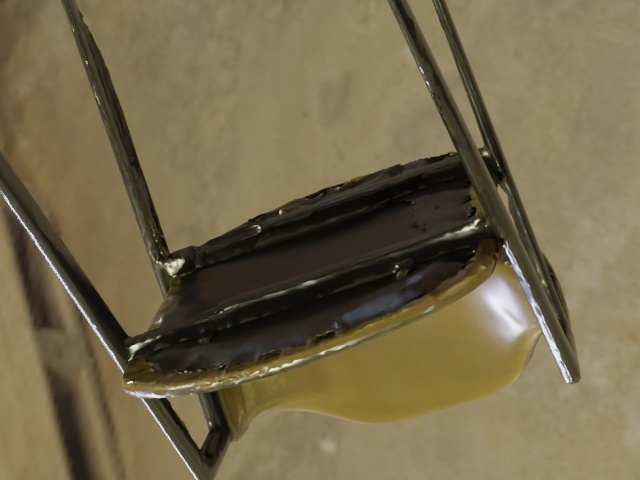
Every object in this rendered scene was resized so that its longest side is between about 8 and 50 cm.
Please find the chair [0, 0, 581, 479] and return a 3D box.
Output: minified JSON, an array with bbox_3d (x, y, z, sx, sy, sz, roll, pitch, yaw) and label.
[{"bbox_3d":[0.000,0.000,0.622,0.159,0.247,0.172,-18,18,16],"label":"chair"}]
